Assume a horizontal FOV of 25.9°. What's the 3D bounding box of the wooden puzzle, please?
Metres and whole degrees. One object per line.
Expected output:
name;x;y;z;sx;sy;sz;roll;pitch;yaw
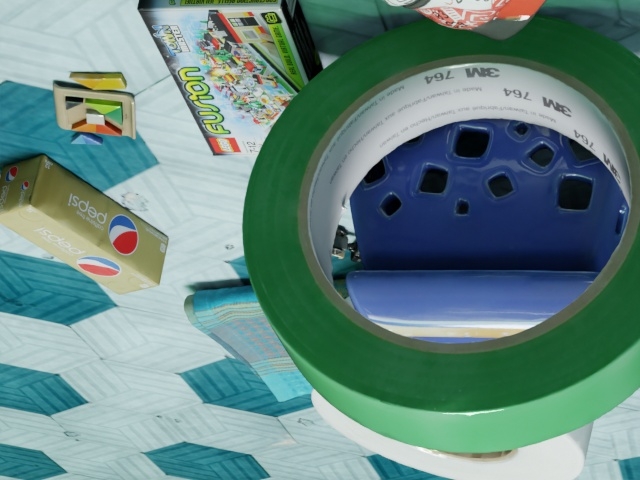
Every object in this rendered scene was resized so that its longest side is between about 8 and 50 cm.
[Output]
wooden puzzle;-0.198;-0.111;1.218;0.078;0.014;0.116;7;153;4

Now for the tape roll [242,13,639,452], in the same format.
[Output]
tape roll;0.107;-0.013;0.982;0.321;0.321;0.077;1;152;15

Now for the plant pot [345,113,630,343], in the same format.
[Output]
plant pot;0.145;0.014;1.143;0.235;0.212;0.236;-1;151;15

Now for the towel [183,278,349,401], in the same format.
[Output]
towel;0.065;0.113;1.544;0.370;0.040;0.271;-4;151;23

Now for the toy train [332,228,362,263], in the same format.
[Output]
toy train;0.000;0.000;1.362;0.158;0.027;0.036;14;163;-11

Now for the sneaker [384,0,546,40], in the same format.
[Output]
sneaker;0.102;-0.218;0.843;0.145;0.090;0.270;14;155;-15

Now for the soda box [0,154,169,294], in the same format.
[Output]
soda box;-0.234;-0.013;1.370;0.061;0.058;0.181;-13;146;35

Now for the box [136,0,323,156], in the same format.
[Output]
box;-0.058;-0.135;1.107;0.114;0.036;0.207;1;152;15

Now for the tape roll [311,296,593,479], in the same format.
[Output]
tape roll;0.138;0.152;1.410;0.286;0.100;0.286;15;155;8
